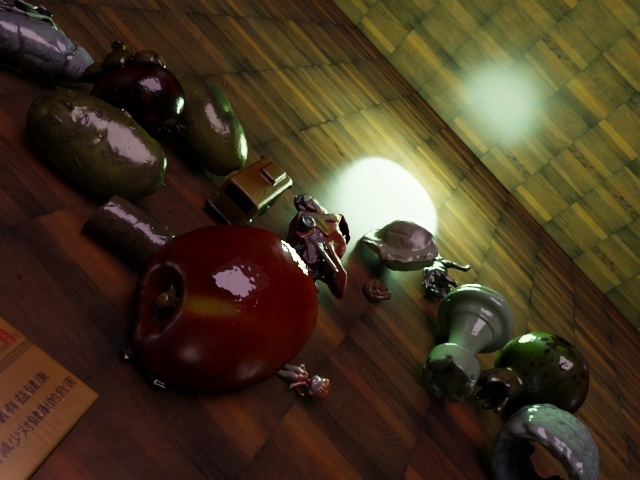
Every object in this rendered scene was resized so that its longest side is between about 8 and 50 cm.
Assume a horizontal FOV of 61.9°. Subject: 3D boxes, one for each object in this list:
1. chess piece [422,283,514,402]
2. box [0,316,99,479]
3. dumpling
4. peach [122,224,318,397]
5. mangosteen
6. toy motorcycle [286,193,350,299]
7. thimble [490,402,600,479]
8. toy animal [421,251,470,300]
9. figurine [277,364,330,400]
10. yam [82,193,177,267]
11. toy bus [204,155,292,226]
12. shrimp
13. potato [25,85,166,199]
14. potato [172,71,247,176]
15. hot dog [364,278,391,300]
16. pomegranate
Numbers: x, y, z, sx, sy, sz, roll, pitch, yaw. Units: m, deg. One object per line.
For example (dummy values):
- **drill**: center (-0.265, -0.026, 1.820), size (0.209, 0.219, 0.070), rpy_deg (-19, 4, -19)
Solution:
- **chess piece**: center (0.352, 0.255, 1.310), size (0.194, 0.194, 0.299), rpy_deg (47, 39, 1)
- **box**: center (-0.407, 0.156, 0.574), size (0.274, 0.076, 0.174), rpy_deg (42, 29, -8)
- **dumpling**: center (0.208, 0.012, 1.445), size (0.193, 0.146, 0.258), rpy_deg (0, 18, -8)
- **peach**: center (-0.117, 0.097, 0.867), size (0.362, 0.201, 0.257), rpy_deg (11, 44, -41)
- **mangosteen**: center (-0.361, -0.285, 1.033), size (0.200, 0.200, 0.199), rpy_deg (31, 34, -24)
- **toy motorcycle**: center (-0.002, 0.000, 1.240), size (0.171, 0.089, 0.298), rpy_deg (34, 33, -22)
- **thimble**: center (0.493, 0.494, 1.165), size (0.172, 0.205, 0.250), rpy_deg (-8, 78, -54)
- **toy animal**: center (0.362, 0.103, 1.577), size (0.148, 0.084, 0.232), rpy_deg (39, 35, -11)
- **figurine**: center (-0.034, 0.250, 0.959), size (0.109, 0.047, 0.064), rpy_deg (26, 37, 6)
- **yam**: center (-0.314, -0.016, 0.885), size (0.127, 0.084, 0.084), rpy_deg (39, 31, -13)
- **toy bus**: center (-0.148, -0.106, 1.159), size (0.098, 0.114, 0.201), rpy_deg (46, 31, -3)
- **shrimp**: center (-0.573, -0.392, 0.967), size (0.343, 0.116, 0.145), rpy_deg (23, 37, -45)
- **potato**: center (-0.380, -0.161, 0.924), size (0.251, 0.113, 0.149), rpy_deg (33, 70, -22)
- **potato**: center (-0.257, -0.255, 1.179), size (0.248, 0.143, 0.169), rpy_deg (57, 27, 0)
- **hot dog**: center (0.145, 0.126, 1.329), size (0.083, 0.035, 0.058), rpy_deg (4, 47, -49)
- **pomegranate**: center (0.527, 0.365, 1.377), size (0.242, 0.306, 0.242), rpy_deg (164, -90, -84)
